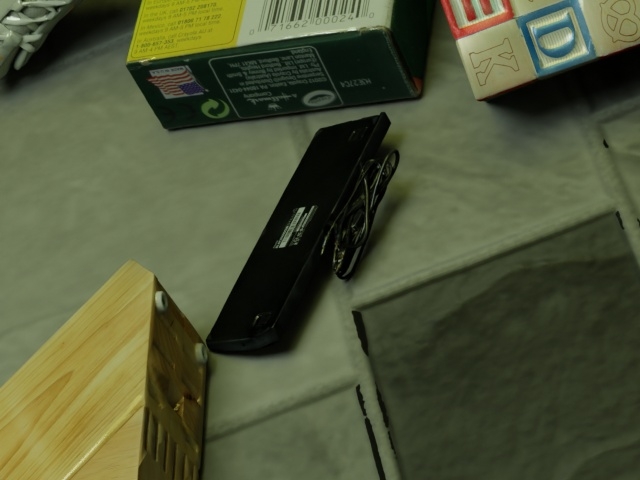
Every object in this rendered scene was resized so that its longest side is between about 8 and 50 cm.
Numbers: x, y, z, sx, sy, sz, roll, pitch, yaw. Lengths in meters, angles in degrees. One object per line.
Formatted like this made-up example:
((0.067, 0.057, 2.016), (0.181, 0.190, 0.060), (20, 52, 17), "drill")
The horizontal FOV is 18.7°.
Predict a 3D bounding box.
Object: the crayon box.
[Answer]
((-0.013, -0.236, 1.453), (0.202, 0.081, 0.319), (-5, 52, 21), "crayon box")

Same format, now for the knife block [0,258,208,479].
((-0.199, 0.163, 1.200), (0.242, 0.088, 0.276), (-12, 51, 16), "knife block")

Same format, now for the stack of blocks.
((0.135, -0.259, 1.280), (0.171, 0.087, 0.297), (-20, 90, 9), "stack of blocks")

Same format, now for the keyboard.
((0.000, 0.000, 1.296), (0.100, 0.038, 0.192), (-8, 47, 49), "keyboard")

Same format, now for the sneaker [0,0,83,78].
((-0.219, -0.181, 1.470), (0.262, 0.099, 0.121), (-13, 56, 52), "sneaker")
